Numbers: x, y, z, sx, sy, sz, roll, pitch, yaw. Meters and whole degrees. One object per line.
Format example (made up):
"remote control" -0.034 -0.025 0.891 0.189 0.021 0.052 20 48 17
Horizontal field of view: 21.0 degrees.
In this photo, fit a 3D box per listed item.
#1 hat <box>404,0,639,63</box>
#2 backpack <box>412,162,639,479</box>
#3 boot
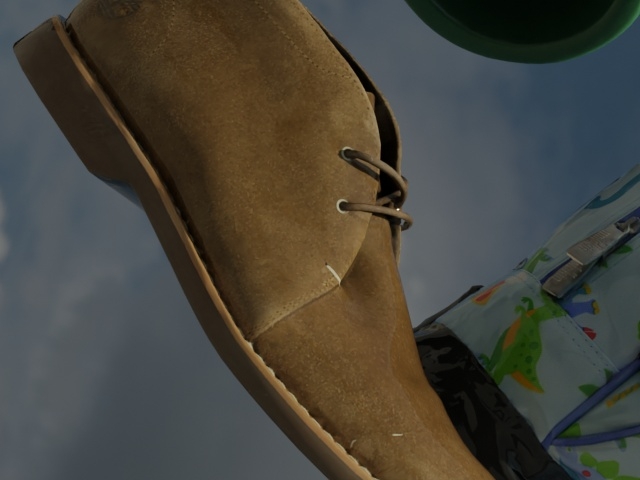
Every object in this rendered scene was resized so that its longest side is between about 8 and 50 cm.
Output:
"hat" 0.149 -0.236 1.157 0.173 0.208 0.184 -7 -134 28
"backpack" 0.239 0.070 0.868 0.355 0.290 0.273 -42 -151 -17
"boot" 0.000 0.000 0.703 0.115 0.112 0.305 -37 -105 3
